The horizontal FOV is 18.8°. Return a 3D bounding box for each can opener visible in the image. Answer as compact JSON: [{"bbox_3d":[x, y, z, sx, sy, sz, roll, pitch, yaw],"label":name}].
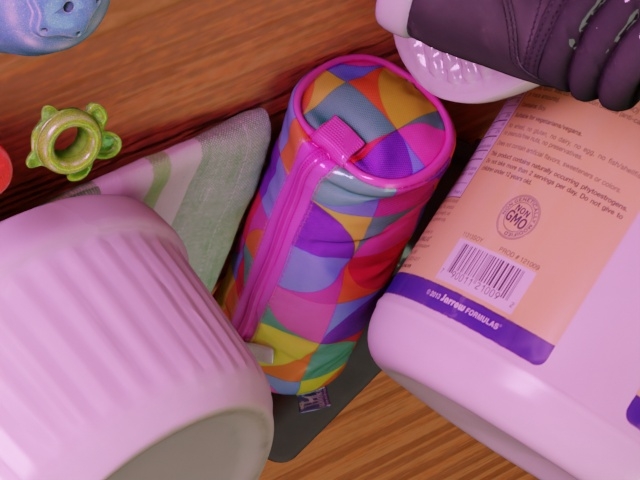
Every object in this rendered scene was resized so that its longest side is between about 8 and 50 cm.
[{"bbox_3d":[0.019,0.032,1.274,0.095,0.076,0.283,26,123,-26],"label":"can opener"}]

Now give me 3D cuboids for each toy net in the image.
[{"bbox_3d":[-0.189,-0.073,0.788,0.232,0.045,0.122,-8,121,-30],"label":"toy net"}]

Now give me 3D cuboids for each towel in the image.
[{"bbox_3d":[-0.175,0.071,1.043,0.325,0.038,0.248,-28,154,-37],"label":"towel"}]

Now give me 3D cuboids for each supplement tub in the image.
[{"bbox_3d":[0.205,-0.015,1.086,0.331,0.241,0.241,-57,156,-6],"label":"supplement tub"}]

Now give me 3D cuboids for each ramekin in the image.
[{"bbox_3d":[-0.142,0.118,0.963,0.273,0.127,0.273,-39,159,-18],"label":"ramekin"}]

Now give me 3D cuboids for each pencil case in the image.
[{"bbox_3d":[0.000,0.000,1.127,0.104,0.104,0.236,-18,149,-31],"label":"pencil case"}]

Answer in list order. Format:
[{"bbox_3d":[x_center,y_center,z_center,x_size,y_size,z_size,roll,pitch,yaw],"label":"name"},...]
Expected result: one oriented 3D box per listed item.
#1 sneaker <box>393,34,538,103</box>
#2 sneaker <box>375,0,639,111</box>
[{"bbox_3d":[0.196,-0.196,0.962,0.366,0.135,0.150,-44,152,24],"label":"sneaker"},{"bbox_3d":[0.151,-0.189,0.836,0.295,0.147,0.104,-63,168,21],"label":"sneaker"}]
